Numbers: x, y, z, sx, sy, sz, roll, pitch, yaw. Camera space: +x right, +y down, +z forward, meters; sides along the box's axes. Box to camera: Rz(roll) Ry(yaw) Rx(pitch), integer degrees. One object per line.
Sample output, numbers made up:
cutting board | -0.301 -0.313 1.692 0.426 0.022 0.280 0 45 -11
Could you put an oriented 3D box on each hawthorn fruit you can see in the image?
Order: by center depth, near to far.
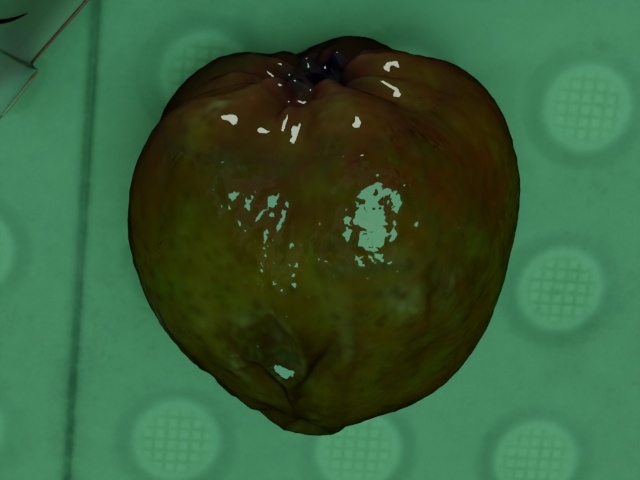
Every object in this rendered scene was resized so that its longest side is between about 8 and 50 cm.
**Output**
hawthorn fruit | 0.000 0.000 1.809 0.471 0.472 0.472 -2 106 -6

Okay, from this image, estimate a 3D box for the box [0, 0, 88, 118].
box | -0.411 -0.362 1.657 0.300 0.314 0.312 -47 66 6
